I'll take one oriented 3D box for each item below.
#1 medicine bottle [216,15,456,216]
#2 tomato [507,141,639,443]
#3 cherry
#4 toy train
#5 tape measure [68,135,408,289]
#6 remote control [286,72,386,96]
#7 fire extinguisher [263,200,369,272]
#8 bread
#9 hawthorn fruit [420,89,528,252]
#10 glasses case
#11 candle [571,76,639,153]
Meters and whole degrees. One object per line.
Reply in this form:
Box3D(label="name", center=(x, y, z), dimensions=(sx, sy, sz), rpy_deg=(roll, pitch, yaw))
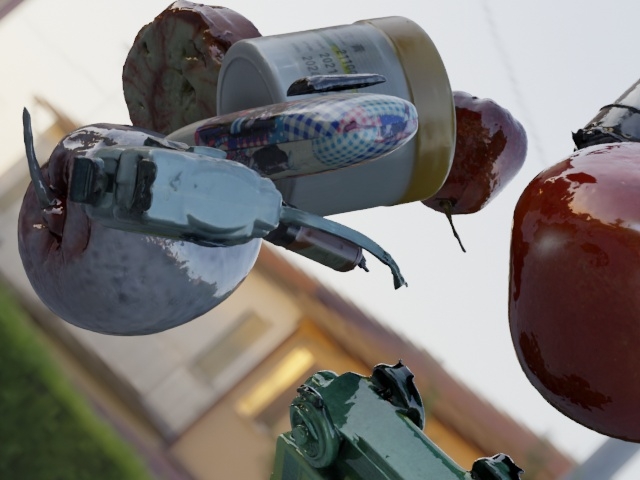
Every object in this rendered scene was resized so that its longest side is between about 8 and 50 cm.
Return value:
Box3D(label="medicine bottle", center=(0.016, -0.150, 2.165), dimensions=(0.238, 0.231, 0.238), rpy_deg=(37, -48, 56))
Box3D(label="tomato", center=(0.342, 0.049, 1.803), dimensions=(0.289, 0.325, 0.293), rpy_deg=(5, -63, 23))
Box3D(label="cherry", center=(-0.237, -0.018, 2.330), dimensions=(0.326, 0.334, 0.291), rpy_deg=(139, -50, -78))
Box3D(label="toy train", center=(0.084, 0.292, 1.834), dimensions=(0.369, 0.150, 0.237), rpy_deg=(41, -46, 47))
Box3D(label="tape measure", center=(-0.055, -0.026, 1.454), dimensions=(0.330, 0.084, 0.164), rpy_deg=(11, 3, -45))
Box3D(label="remote control", center=(0.014, -0.137, 1.513), dimensions=(0.039, 0.096, 0.014), rpy_deg=(-11, -91, 47))
Box3D(label="fire extinguisher", center=(0.000, 0.000, 1.948), dimensions=(0.177, 0.050, 0.062), rpy_deg=(25, 17, -49))
Box3D(label="bread", center=(-0.169, -0.189, 2.609), dimensions=(0.295, 0.114, 0.328), rpy_deg=(-35, -101, 49))
Box3D(label="hawthorn fruit", center=(0.178, -0.093, 2.299), dimensions=(0.162, 0.204, 0.162), rpy_deg=(24, -11, 5))
Box3D(label="glasses case", center=(-0.041, -0.099, 1.738), dimensions=(0.327, 0.125, 0.076), rpy_deg=(-5, -83, 48))
Box3D(label="candle", center=(0.464, -0.152, 2.120), dimensions=(0.187, 0.330, 0.187), rpy_deg=(41, -21, 19))
